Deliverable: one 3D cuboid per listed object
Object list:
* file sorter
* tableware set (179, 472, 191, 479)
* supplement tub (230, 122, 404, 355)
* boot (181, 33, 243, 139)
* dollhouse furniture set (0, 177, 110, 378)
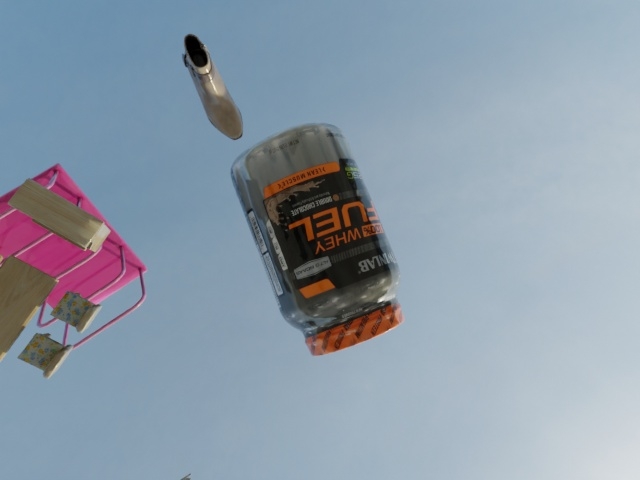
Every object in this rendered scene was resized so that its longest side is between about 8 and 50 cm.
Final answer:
[{"bbox_3d":[-0.508,0.038,0.868,0.202,0.182,0.290,-35,-60,-11],"label":"file sorter"},{"bbox_3d":[-0.296,0.503,0.852,0.104,0.154,0.024,-27,-97,-16],"label":"tableware set"},{"bbox_3d":[0.000,0.000,0.730,0.207,0.207,0.337,-21,-96,-8],"label":"supplement tub"},{"bbox_3d":[-0.137,-0.192,0.554,0.042,0.087,0.118,-31,-102,-9],"label":"boot"},{"bbox_3d":[-0.422,0.053,0.631,0.212,0.161,0.241,33,-105,-15],"label":"dollhouse furniture set"}]
